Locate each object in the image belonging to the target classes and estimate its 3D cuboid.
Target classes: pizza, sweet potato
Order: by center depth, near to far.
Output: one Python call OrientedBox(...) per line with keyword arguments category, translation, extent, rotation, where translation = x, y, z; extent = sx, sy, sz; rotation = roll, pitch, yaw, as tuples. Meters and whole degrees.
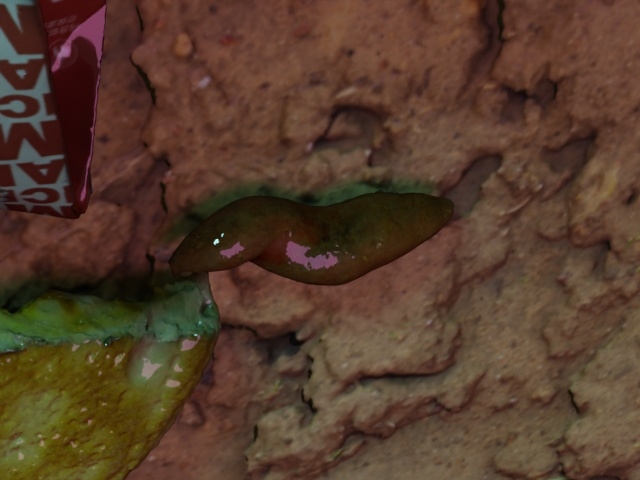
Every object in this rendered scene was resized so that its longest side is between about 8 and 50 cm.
OrientedBox(category="pizza", translation=(-0.209, 0.087, 1.118), extent=(0.280, 0.075, 0.288), rotation=(-44, 138, 7))
OrientedBox(category="sweet potato", translation=(0.001, -0.001, 1.177), extent=(0.202, 0.058, 0.055), rotation=(-6, 153, -31))

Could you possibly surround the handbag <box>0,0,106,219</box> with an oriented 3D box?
OrientedBox(category="handbag", translation=(-0.179, -0.121, 0.813), extent=(0.171, 0.151, 0.298), rotation=(6, 133, 4))
